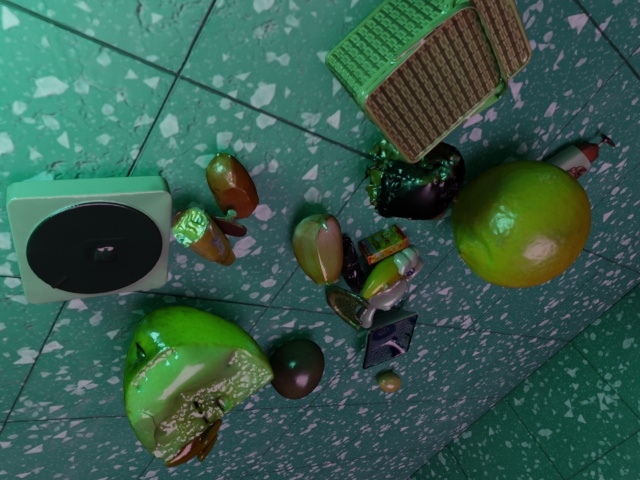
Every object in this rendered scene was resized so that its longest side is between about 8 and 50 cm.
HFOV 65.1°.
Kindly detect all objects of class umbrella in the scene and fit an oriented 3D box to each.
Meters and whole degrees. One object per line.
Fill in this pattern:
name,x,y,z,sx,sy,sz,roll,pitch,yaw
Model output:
umbrella,0.084,0.076,1.353,0.066,0.059,0.236,-66,154,-26

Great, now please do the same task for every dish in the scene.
dish,0.212,0.312,1.664,0.181,0.080,0.243,-17,141,-16

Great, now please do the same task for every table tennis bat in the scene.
table tennis bat,-0.189,-0.036,1.025,0.087,0.013,0.156,21,162,-11

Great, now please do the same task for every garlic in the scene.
garlic,-0.009,0.002,1.179,0.115,0.128,0.207,8,135,18

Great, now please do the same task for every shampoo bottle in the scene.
shampoo bottle,0.717,-0.209,1.438,0.284,0.071,0.153,-37,140,8

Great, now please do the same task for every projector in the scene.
projector,-0.418,-0.003,0.933,0.259,0.079,0.257,-7,135,-27

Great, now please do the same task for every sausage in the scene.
sausage,-0.171,-0.099,0.986,0.089,0.089,0.179,-27,150,-4

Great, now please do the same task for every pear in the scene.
pear,-0.331,0.292,1.190,0.342,0.238,0.318,-36,127,-9

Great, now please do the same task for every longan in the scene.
longan,-0.072,0.383,1.497,0.189,0.189,0.189,-17,139,-16

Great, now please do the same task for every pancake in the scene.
pancake,0.086,0.195,1.398,0.020,0.184,0.190,-50,127,-26

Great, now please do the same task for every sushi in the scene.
sushi,0.206,-0.128,1.107,0.213,0.200,0.204,-39,146,-27

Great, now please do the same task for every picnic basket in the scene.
picnic basket,0.204,-0.328,0.907,0.313,0.175,0.228,-40,139,11

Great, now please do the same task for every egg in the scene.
egg,0.265,0.549,1.950,0.096,0.080,0.080,25,116,-36

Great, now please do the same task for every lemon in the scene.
lemon,0.508,-0.044,1.283,0.347,0.348,0.348,-17,139,-16

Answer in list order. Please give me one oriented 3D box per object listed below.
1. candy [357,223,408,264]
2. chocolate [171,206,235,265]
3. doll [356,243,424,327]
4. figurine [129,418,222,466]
candy,0.167,0.010,1.330,0.121,0.062,0.038,-25,139,-6
chocolate,-0.228,0.003,1.045,0.085,0.086,0.219,-30,159,-1
doll,0.192,0.124,1.412,0.252,0.111,0.237,-45,160,-13
figurine,-0.400,0.505,1.381,0.215,0.228,0.215,-32,149,-21
